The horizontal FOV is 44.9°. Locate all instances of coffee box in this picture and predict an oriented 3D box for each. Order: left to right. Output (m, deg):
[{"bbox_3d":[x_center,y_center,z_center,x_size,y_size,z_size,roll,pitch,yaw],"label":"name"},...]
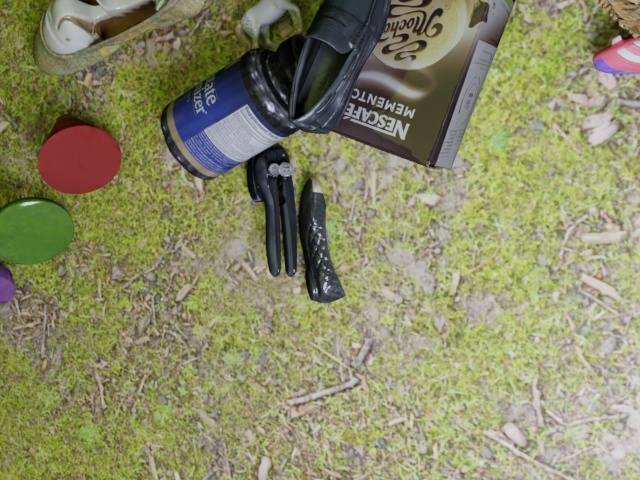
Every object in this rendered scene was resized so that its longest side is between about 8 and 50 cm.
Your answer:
[{"bbox_3d":[0.125,-0.252,0.950,0.168,0.119,0.297,23,101,20],"label":"coffee box"}]

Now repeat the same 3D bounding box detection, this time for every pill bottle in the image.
[{"bbox_3d":[-0.096,-0.179,1.036,0.219,0.123,0.122,-27,83,25],"label":"pill bottle"}]

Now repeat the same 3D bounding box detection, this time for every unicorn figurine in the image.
[{"bbox_3d":[-0.057,-0.315,1.053,0.162,0.060,0.111,-31,86,18],"label":"unicorn figurine"}]

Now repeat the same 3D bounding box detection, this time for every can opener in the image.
[{"bbox_3d":[-0.057,-0.040,1.071,0.073,0.059,0.186,149,112,-64],"label":"can opener"}]

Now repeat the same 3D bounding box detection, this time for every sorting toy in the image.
[{"bbox_3d":[-0.454,-0.064,1.224,0.365,0.127,0.126,-50,46,19],"label":"sorting toy"}]

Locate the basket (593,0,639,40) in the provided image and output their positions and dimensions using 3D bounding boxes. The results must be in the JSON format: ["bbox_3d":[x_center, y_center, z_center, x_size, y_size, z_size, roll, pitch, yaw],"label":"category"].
[{"bbox_3d":[0.371,-0.379,0.775,0.299,0.223,0.213,-45,47,14],"label":"basket"}]

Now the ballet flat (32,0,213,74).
[{"bbox_3d":[-0.314,-0.338,1.126,0.349,0.123,0.123,-15,88,22],"label":"ballet flat"}]

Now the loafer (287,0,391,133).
[{"bbox_3d":[0.021,-0.230,0.889,0.076,0.078,0.223,25,102,22],"label":"loafer"}]

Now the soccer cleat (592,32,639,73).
[{"bbox_3d":[0.434,-0.216,0.854,0.248,0.083,0.095,-15,101,23],"label":"soccer cleat"}]

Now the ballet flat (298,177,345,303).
[{"bbox_3d":[0.000,0.000,1.063,0.049,0.057,0.173,-6,92,-18],"label":"ballet flat"}]
